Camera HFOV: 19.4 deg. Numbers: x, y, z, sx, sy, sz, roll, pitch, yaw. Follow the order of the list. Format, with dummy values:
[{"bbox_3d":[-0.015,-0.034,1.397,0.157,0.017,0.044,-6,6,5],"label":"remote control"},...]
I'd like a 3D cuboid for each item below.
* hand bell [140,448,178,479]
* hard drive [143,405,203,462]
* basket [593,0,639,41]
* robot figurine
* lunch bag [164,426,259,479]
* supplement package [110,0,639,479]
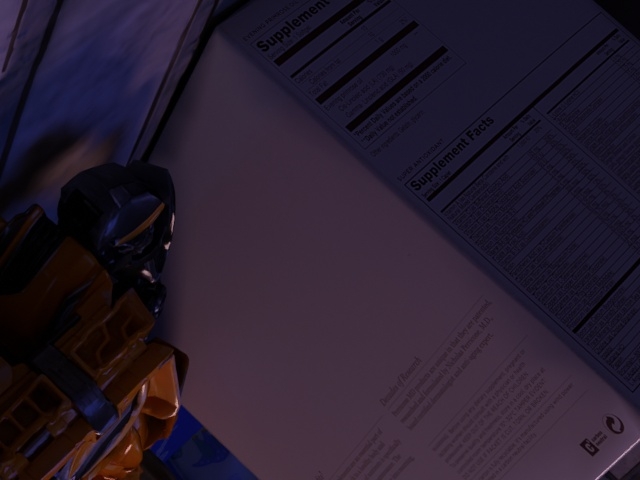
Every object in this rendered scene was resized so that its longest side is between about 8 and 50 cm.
[{"bbox_3d":[-0.180,0.203,0.962,0.242,0.126,0.126,-38,177,30],"label":"hand bell"},{"bbox_3d":[0.000,0.000,1.039,0.319,0.040,0.210,-42,171,-33],"label":"hard drive"},{"bbox_3d":[0.133,-0.079,0.916,0.227,0.154,0.204,-47,172,-14],"label":"basket"},{"bbox_3d":[-0.118,0.083,0.676,0.211,0.085,0.291,-45,172,-20],"label":"robot figurine"},{"bbox_3d":[-0.045,0.165,1.183,0.096,0.151,0.129,-35,171,-9],"label":"lunch bag"},{"bbox_3d":[0.045,0.008,0.742,0.149,0.203,0.194,-41,171,-39],"label":"supplement package"}]
